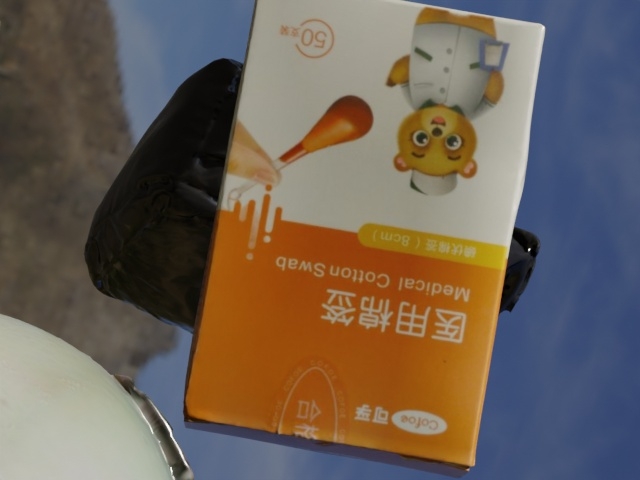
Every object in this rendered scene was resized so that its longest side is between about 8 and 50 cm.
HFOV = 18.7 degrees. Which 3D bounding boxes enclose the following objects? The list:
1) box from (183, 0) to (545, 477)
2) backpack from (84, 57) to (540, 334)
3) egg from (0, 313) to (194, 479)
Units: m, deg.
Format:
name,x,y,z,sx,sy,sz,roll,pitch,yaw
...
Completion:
name,x,y,z,sx,sy,sz,roll,pitch,yaw
box,0.030,-0.006,1.464,0.143,0.225,0.341,105,-5,-88
backpack,0.000,0.000,2.048,0.363,0.446,0.255,-42,-156,55
egg,-0.283,0.230,1.216,0.354,0.354,0.340,-68,168,12
